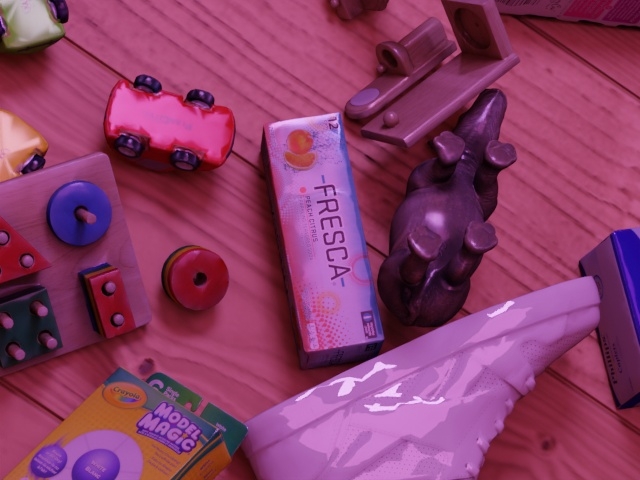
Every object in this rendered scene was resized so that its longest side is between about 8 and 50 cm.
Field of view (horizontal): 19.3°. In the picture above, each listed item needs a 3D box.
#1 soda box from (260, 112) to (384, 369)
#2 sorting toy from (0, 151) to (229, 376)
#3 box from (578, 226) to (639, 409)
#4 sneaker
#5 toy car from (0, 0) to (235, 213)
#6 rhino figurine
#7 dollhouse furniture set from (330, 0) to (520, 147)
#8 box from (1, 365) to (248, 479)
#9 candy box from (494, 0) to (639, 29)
[{"bbox_3d":[0.000,0.000,1.406,0.063,0.058,0.183,-8,74,-7],"label":"soda box"},{"bbox_3d":[-0.199,0.023,1.321,0.274,0.046,0.132,-19,106,-20],"label":"sorting toy"},{"bbox_3d":[0.288,0.054,1.464,0.137,0.072,0.126,-8,73,-17],"label":"box"},{"bbox_3d":[0.101,0.149,1.367,0.292,0.108,0.169,-25,81,-12],"label":"sneaker"},{"bbox_3d":[-0.205,-0.124,1.400,0.239,0.053,0.225,-17,76,-21],"label":"toy car"},{"bbox_3d":[0.099,-0.033,1.411,0.073,0.106,0.243,22,45,-2],"label":"rhino figurine"},{"bbox_3d":[0.039,-0.175,1.437,0.123,0.144,0.151,-39,121,-23],"label":"dollhouse furniture set"},{"bbox_3d":[-0.143,0.162,1.296,0.105,0.043,0.179,28,59,33],"label":"box"},{"bbox_3d":[0.230,-0.263,1.561,0.233,0.071,0.159,5,69,-13],"label":"candy box"}]
